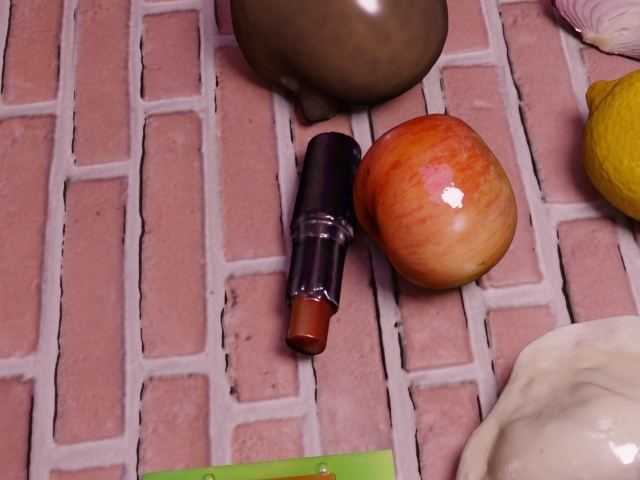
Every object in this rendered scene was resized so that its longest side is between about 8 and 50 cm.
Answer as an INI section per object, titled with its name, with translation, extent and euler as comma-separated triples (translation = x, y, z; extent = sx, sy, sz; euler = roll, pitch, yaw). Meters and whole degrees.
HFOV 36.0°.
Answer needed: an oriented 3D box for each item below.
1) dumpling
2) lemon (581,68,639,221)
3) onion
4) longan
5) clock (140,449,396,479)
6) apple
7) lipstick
[dumpling]
translation = 0.283, 0.187, 1.012
extent = 0.318, 0.187, 0.242
euler = -11, 62, -1
[lemon]
translation = 0.419, -0.113, 1.195
extent = 0.187, 0.187, 0.244
euler = -34, 69, -17
[onion]
translation = 0.434, -0.340, 1.362
extent = 0.206, 0.151, 0.098
euler = 32, 49, 1
[longan]
translation = 0.024, -0.303, 1.298
extent = 0.300, 0.300, 0.243
euler = 39, 26, 22
[clock]
translation = -0.033, 0.298, 0.915
extent = 0.220, 0.255, 0.106
euler = -6, 58, 2
[apple]
translation = 0.131, -0.040, 1.154
extent = 0.164, 0.209, 0.209
euler = -29, 62, -12
[lipstick]
translation = 0.000, 0.000, 1.198
extent = 0.081, 0.081, 0.299
euler = 6, 58, 5
